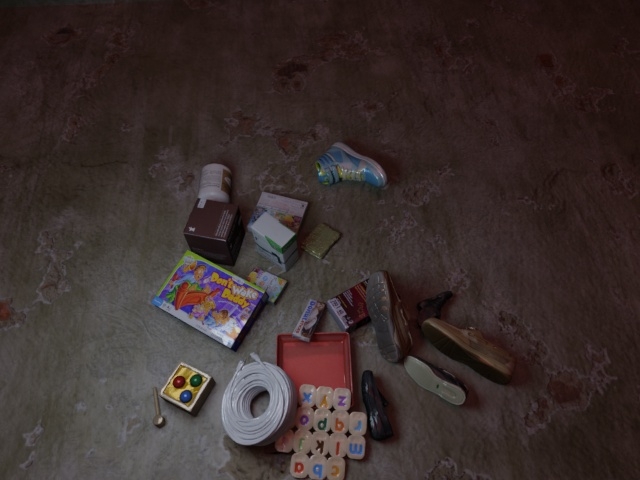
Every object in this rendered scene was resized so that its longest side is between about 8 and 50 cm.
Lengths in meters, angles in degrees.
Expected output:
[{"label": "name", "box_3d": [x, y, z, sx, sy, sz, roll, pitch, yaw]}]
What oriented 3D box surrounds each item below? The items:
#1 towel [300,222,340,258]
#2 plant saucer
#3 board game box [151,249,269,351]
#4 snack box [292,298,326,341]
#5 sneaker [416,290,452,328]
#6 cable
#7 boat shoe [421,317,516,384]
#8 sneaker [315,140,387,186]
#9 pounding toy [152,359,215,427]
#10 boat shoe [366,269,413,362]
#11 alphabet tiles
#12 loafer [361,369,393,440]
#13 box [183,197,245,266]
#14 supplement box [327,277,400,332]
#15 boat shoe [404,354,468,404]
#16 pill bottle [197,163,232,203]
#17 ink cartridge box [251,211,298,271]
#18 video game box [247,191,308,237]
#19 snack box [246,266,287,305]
[{"label": "towel", "box_3d": [0.000, 0.000, 1.918, 0.110, 0.027, 0.148, 32, 65, 19]}, {"label": "plant saucer", "box_3d": [-0.024, 0.446, 1.634, 0.259, 0.047, 0.259, -1, 59, -2]}, {"label": "board game box", "box_3d": [-0.398, 0.214, 1.731, 0.347, 0.078, 0.233, 25, 71, 14]}, {"label": "snack box", "box_3d": [-0.039, 0.285, 1.712, 0.064, 0.022, 0.178, 13, 40, 14]}, {"label": "sneaker", "box_3d": [0.423, 0.253, 1.757, 0.170, 0.051, 0.089, -20, 61, -7]}, {"label": "cable", "box_3d": [-0.199, 0.519, 1.522, 0.257, 0.089, 0.257, 23, 73, 36]}, {"label": "boat shoe", "box_3d": [0.512, 0.362, 1.658, 0.341, 0.121, 0.110, 33, 59, 7]}, {"label": "sneaker", "box_3d": [0.113, -0.281, 2.038, 0.319, 0.127, 0.208, 35, 62, 30]}, {"label": "pounding toy", "box_3d": [-0.481, 0.507, 1.563, 0.181, 0.094, 0.206, 23, 61, 13]}, {"label": "boat shoe", "box_3d": [0.246, 0.256, 1.664, 0.117, 0.123, 0.324, -15, 98, -34]}, {"label": "alphabet tiles", "box_3d": [0.003, 0.608, 1.519, 0.284, 0.021, 0.277, 5, 73, 0]}, {"label": "loafer", "box_3d": [0.185, 0.537, 1.568, 0.078, 0.076, 0.223, -6, 63, -10]}, {"label": "box", "box_3d": [-0.400, -0.028, 1.828, 0.167, 0.203, 0.168, 11, 60, 5]}, {"label": "supplement box", "box_3d": [0.158, 0.229, 1.754, 0.240, 0.073, 0.130, -27, 62, -17]}, {"label": "boat shoe", "box_3d": [0.391, 0.465, 1.623, 0.233, 0.084, 0.079, 30, 27, 24]}, {"label": "pill bottle", "box_3d": [-0.438, -0.192, 1.970, 0.131, 0.131, 0.229, 0, 59, -1]}, {"label": "ink cartridge box", "box_3d": [-0.168, 0.010, 1.805, 0.153, 0.208, 0.087, 34, 67, 19]}, {"label": "video game box", "box_3d": [-0.172, -0.097, 1.964, 0.205, 0.048, 0.187, 14, 58, 8]}, {"label": "snack box", "box_3d": [-0.211, 0.172, 1.804, 0.141, 0.037, 0.100, 23, 62, 14]}]
